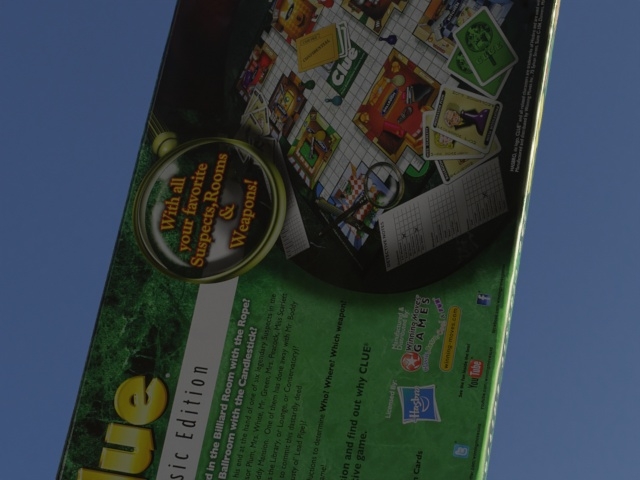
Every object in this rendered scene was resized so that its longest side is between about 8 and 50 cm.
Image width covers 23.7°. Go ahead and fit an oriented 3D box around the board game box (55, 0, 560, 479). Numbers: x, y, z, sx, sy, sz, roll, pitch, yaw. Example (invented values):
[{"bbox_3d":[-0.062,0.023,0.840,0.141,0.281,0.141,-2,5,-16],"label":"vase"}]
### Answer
[{"bbox_3d":[0.000,0.000,0.512,0.136,0.260,0.030,9,-20,7],"label":"board game box"}]
